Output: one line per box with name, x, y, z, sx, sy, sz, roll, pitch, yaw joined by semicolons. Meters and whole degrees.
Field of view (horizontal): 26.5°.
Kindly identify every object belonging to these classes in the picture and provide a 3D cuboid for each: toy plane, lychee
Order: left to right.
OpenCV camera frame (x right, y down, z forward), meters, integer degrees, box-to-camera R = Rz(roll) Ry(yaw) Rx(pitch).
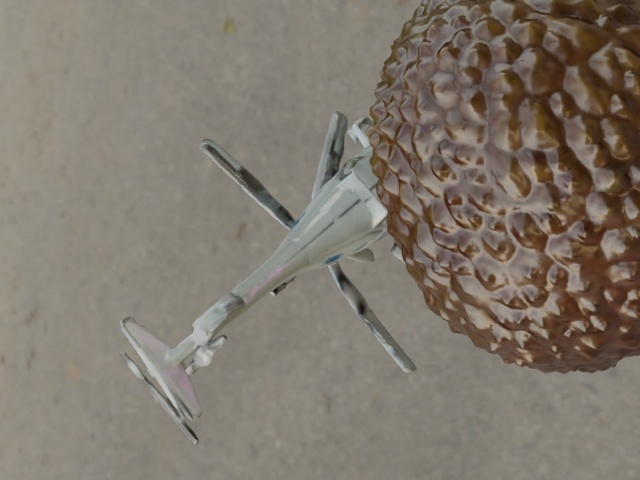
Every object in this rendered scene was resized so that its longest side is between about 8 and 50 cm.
toy plane;-0.008;-0.008;0.761;0.107;0.273;0.182;-42;70;34
lychee;0.109;-0.036;0.601;0.194;0.194;0.195;-1;88;50
